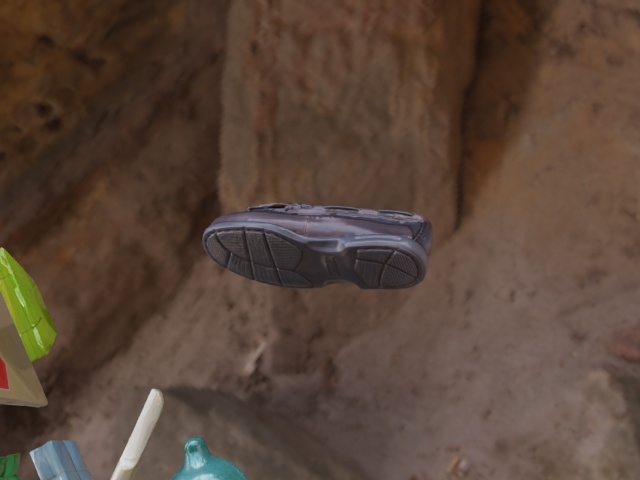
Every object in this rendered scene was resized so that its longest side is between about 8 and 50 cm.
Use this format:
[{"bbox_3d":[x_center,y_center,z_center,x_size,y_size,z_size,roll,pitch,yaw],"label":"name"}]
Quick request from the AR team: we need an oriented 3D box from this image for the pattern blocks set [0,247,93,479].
[{"bbox_3d":[-0.243,0.026,0.831,0.026,0.285,0.325,-29,67,5],"label":"pattern blocks set"}]

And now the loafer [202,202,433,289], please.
[{"bbox_3d":[0.000,0.000,1.696,0.302,0.109,0.095,6,44,18],"label":"loafer"}]

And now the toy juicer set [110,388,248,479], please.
[{"bbox_3d":[-0.181,0.390,1.800,0.209,0.329,0.089,-45,-12,11],"label":"toy juicer set"}]
